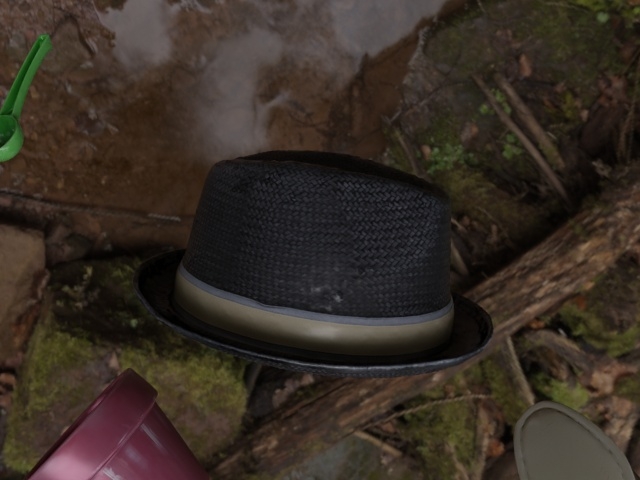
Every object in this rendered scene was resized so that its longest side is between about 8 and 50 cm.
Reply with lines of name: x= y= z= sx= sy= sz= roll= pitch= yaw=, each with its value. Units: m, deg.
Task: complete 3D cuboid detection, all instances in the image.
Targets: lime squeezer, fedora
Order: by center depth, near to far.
fedora: x=0.000 y=0.000 z=0.617 sx=0.334 sy=0.334 sz=0.152 roll=-1 pitch=106 yaw=-29
lime squeezer: x=-0.361 y=-0.118 z=0.677 sx=0.059 sy=0.310 sz=0.109 roll=18 pitch=123 yaw=12

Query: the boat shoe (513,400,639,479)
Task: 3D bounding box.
boat shoe: x=0.321 y=0.311 z=0.694 sx=0.116 sy=0.324 sz=0.097 roll=-44 pitch=132 yaw=10

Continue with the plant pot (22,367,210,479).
plant pot: x=-0.250 y=0.298 z=0.854 sx=0.180 sy=0.201 sz=0.201 roll=44 pitch=102 yaw=-6
